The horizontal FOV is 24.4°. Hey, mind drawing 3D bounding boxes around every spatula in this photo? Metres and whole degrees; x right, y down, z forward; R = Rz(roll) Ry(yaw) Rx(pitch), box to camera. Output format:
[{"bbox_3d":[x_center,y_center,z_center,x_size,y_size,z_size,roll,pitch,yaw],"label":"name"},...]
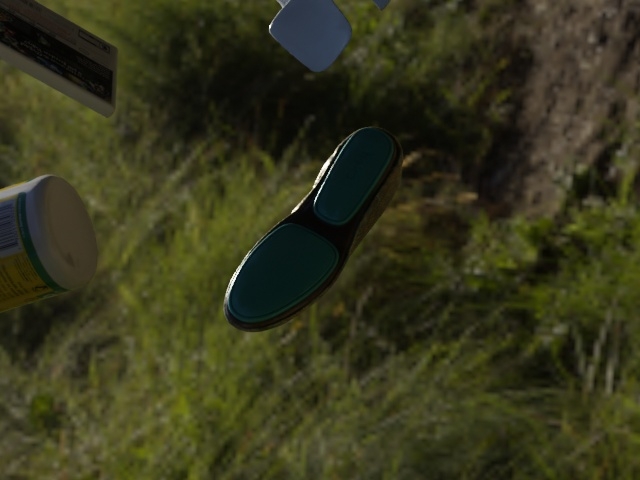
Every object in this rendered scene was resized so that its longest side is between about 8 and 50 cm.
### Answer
[{"bbox_3d":[-0.004,-0.255,1.225,0.168,0.019,0.242,-49,49,11],"label":"spatula"}]

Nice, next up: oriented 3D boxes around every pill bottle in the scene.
[{"bbox_3d":[-0.336,0.017,1.459,0.117,0.208,0.117,-17,-90,-76],"label":"pill bottle"}]

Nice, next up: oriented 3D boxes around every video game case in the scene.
[{"bbox_3d":[-0.350,-0.250,1.925,0.022,0.190,0.173,-50,25,24],"label":"video game case"}]

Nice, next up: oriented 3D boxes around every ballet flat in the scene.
[{"bbox_3d":[0.000,0.000,2.010,0.348,0.123,0.123,-54,1,-17],"label":"ballet flat"}]
